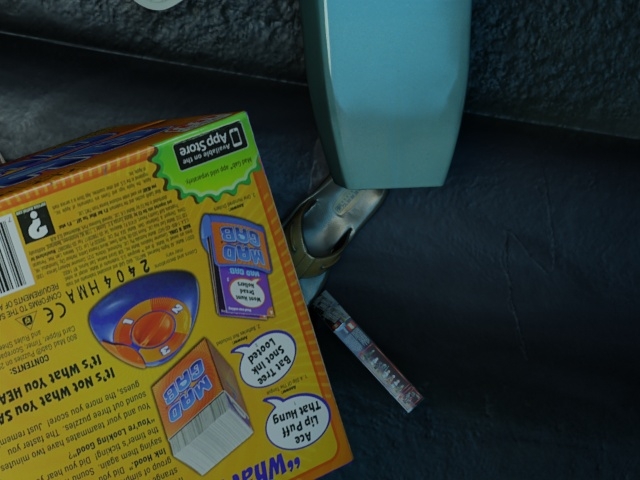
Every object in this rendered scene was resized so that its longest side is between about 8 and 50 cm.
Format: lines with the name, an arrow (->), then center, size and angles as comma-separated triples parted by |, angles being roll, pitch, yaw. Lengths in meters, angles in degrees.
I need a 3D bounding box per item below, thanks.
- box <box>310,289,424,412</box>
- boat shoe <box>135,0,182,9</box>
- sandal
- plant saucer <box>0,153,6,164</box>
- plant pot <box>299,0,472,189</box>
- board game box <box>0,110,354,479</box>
box -> 0.051, 0.122, 1.875 | 0.027, 0.094, 0.137 | -42, 113, -2
boat shoe -> -0.102, -0.372, 1.809 | 0.114, 0.091, 0.302 | 36, 93, 9
sandal -> 0.000, 0.000, 1.884 | 0.090, 0.060, 0.219 | 42, 89, -10
plant saucer -> -0.477, -0.017, 1.814 | 0.310, 0.050, 0.310 | -2, 99, -11
plant pot -> 0.068, -0.174, 1.816 | 0.165, 0.165, 0.234 | -2, 95, -8
board game box -> -0.246, 0.103, 1.657 | 0.356, 0.356, 0.356 | -22, 101, -28
